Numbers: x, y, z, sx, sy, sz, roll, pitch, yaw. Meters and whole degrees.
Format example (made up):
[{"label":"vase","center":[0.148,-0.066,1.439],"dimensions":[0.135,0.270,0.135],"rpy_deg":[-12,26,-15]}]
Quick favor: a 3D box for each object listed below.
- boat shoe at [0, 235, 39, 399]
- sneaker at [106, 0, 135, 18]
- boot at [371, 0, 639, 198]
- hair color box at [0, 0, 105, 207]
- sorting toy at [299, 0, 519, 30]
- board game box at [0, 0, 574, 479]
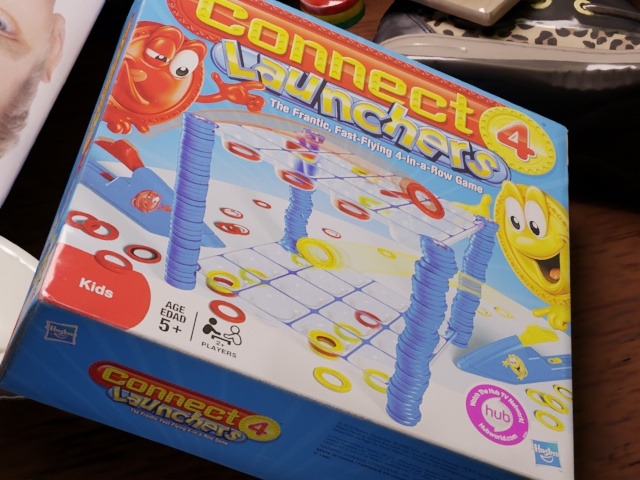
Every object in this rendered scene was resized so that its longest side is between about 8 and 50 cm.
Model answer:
[{"label":"boat shoe","center":[-0.286,0.032,0.765],"dimensions":[0.305,0.091,0.109],"rpy_deg":[17,38,0]},{"label":"sneaker","center":[-0.046,-0.273,1.077],"dimensions":[0.140,0.125,0.341],"rpy_deg":[34,48,26]},{"label":"boot","center":[0.224,-0.170,1.029],"dimensions":[0.378,0.138,0.284],"rpy_deg":[5,47,4]},{"label":"hair color box","center":[-0.228,-0.187,0.856],"dimensions":[0.174,0.105,0.347],"rpy_deg":[35,56,-26]},{"label":"sorting toy","center":[0.113,-0.232,0.970],"dimensions":[0.132,0.046,0.274],"rpy_deg":[27,57,34]},{"label":"board game box","center":[0.000,0.000,0.803],"dimensions":[0.308,0.086,0.302],"rpy_deg":[21,45,-13]}]
